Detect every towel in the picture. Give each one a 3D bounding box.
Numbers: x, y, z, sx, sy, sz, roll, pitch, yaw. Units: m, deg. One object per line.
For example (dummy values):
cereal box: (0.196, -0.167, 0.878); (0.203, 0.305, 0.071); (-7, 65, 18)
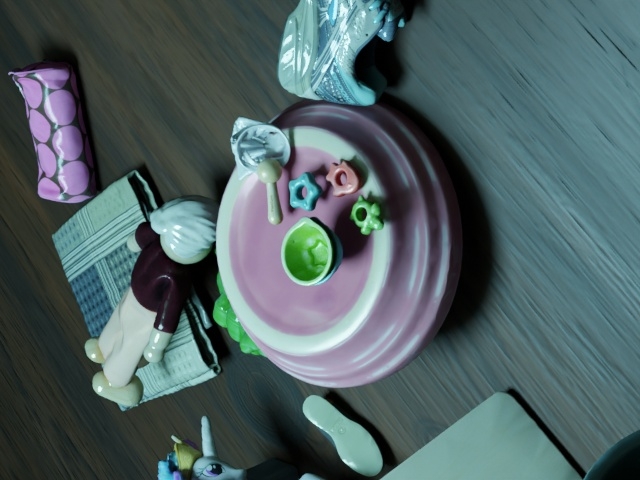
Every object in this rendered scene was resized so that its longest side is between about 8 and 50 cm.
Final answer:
towel: (-0.273, 0.082, 1.962); (0.324, 0.056, 0.312); (-28, 84, 54)

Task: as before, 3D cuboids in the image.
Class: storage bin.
storage bin: (-0.077, 0.370, 1.831); (0.098, 0.091, 0.135); (8, 113, 48)

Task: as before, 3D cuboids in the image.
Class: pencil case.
pencil case: (-0.391, -0.158, 1.938); (0.098, 0.095, 0.209); (-4, 106, 14)

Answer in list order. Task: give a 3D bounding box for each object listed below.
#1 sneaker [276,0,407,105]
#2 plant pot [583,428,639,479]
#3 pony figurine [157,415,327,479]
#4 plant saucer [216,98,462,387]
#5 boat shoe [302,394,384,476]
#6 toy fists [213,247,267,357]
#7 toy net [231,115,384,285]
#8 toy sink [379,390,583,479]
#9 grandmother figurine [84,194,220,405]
sneaker: (0.040, -0.270, 1.384); (0.122, 0.110, 0.283); (22, 128, 21)
plant pot: (0.360, 0.387, 1.160); (0.341, 0.341, 0.334); (37, 142, 32)
pony figurine: (-0.078, 0.428, 1.654); (0.363, 0.303, 0.351); (14, 84, 26)
plant saucer: (0.000, 0.000, 1.473); (0.332, 0.084, 0.332); (0, 90, 39)
boat shoe: (0.033, 0.248, 1.681); (0.137, 0.049, 0.043); (41, 178, 26)
toy fists: (-0.035, 0.085, 1.635); (0.279, 0.096, 0.142); (8, 115, 46)
toy net: (-0.033, -0.064, 1.416); (0.232, 0.045, 0.122); (52, 120, 27)
toy sink: (0.156, 0.303, 1.467); (0.153, 0.234, 0.131); (50, 169, 19)
grandmother figurine: (-0.220, 0.063, 1.768); (0.342, 0.104, 0.208); (-56, 49, 39)
